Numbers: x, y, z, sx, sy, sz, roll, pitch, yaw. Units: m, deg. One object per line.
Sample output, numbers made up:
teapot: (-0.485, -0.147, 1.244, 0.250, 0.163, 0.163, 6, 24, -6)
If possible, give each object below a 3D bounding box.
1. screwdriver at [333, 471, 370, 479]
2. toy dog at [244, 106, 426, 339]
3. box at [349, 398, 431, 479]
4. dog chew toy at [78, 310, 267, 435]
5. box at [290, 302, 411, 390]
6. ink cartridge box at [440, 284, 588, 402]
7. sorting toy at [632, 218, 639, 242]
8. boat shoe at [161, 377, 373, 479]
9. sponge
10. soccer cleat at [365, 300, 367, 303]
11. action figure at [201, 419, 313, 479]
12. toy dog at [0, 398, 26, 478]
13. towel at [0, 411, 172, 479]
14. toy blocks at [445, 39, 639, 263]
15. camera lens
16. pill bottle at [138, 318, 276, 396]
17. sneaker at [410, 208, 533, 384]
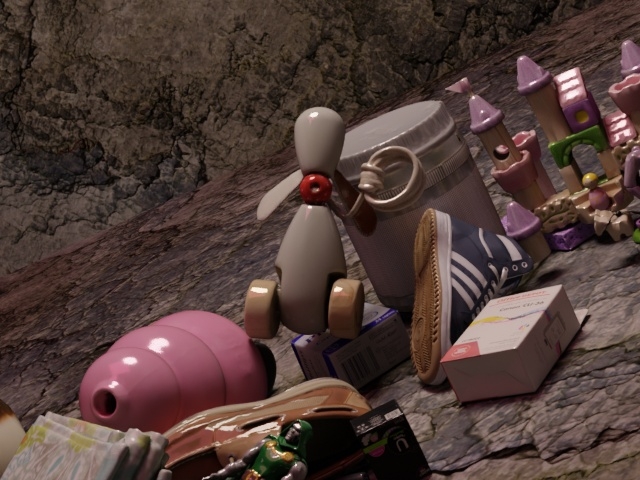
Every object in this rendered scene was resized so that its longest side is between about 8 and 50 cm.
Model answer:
screwdriver: (-0.012, 0.307, 1.672, 0.170, 0.024, 0.025, -24, -16, 32)
toy dog: (0.000, 0.000, 1.965, 0.333, 0.220, 0.161, -64, -10, -8)
box: (0.081, 0.238, 1.616, 0.062, 0.083, 0.052, -26, 16, -1)
dog chew toy: (-0.203, 0.198, 1.856, 0.207, 0.206, 0.332, -21, -8, 19)
box: (0.044, 0.152, 1.997, 0.126, 0.072, 0.137, -31, 15, -20)
ink cartridge box: (0.249, 0.120, 1.773, 0.115, 0.067, 0.198, -15, 18, 38)
sorting toy: (0.475, -0.027, 1.958, 0.061, 0.042, 0.102, -33, 16, -25)
boat shoe: (-0.075, 0.254, 1.646, 0.324, 0.123, 0.116, -24, 21, -20)
sponge: (0.358, -0.028, 2.175, 0.117, 0.031, 0.210, -32, 16, -23)
soccer cleat: (0.043, 0.098, 2.273, 0.036, 0.029, 0.083, -28, 19, -26)
action figure: (-0.087, 0.291, 1.547, 0.137, 0.063, 0.232, 30, 73, 35)
toy dog: (-0.593, 0.351, 1.925, 0.408, 0.284, 0.395, -31, 12, -23)
towel: (-0.317, 0.370, 1.562, 0.320, 0.090, 0.374, -4, 56, 61)
toy blocks: (0.360, -0.158, 2.019, 0.289, 0.260, 0.309, -23, 15, 23)
camera lens: (0.144, -0.045, 2.107, 0.219, 0.274, 0.219, -24, 15, 7)
pill bottle: (-0.177, 0.188, 2.109, 0.219, 0.122, 0.123, 4, 31, 40)
sneaker: (0.208, 0.085, 1.907, 0.099, 0.153, 0.282, 120, 160, -46)
